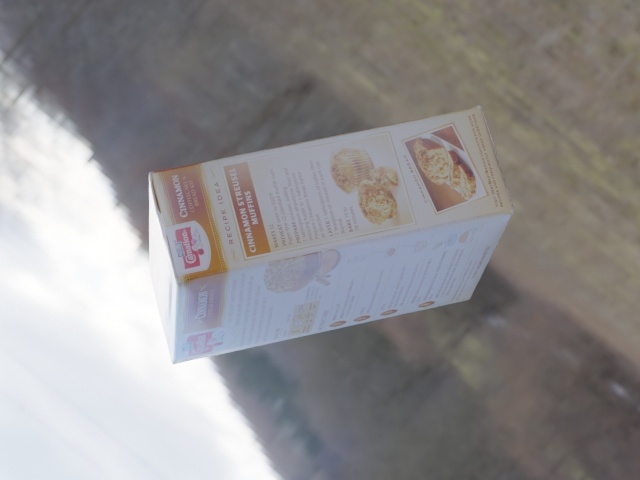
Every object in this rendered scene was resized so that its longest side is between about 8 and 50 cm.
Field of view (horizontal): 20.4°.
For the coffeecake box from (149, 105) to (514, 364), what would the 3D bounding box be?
[{"bbox_3d":[0.000,0.000,1.001,0.142,0.186,0.068,105,152,-68],"label":"coffeecake box"}]
